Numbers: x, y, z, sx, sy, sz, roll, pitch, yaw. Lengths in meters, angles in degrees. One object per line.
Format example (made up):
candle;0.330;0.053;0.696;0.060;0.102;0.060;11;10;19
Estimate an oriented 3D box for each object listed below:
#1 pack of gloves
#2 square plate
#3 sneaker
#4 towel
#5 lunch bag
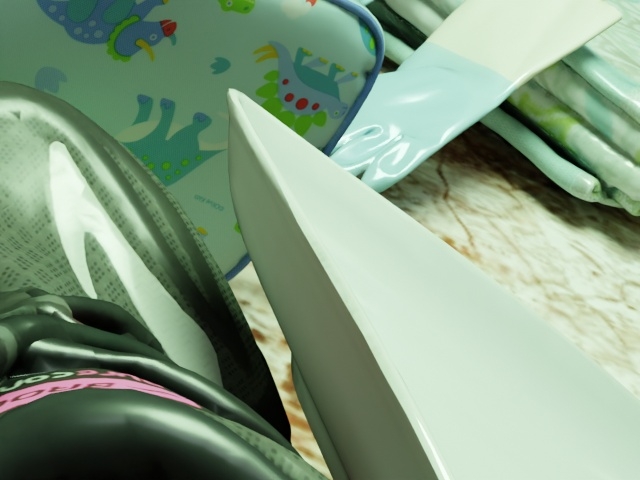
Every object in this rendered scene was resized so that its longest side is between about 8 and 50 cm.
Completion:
pack of gloves;0.021;-0.106;0.888;0.195;0.046;0.232;35;54;29
square plate;0.114;0.140;0.496;0.344;0.049;0.347;36;18;-40
sneaker;-0.050;0.091;0.397;0.185;0.202;0.483;7;34;-21
towel;0.164;-0.153;1.077;0.320;0.090;0.374;-9;44;-49
lunch bag;-0.101;-0.071;0.634;0.219;0.176;0.090;19;26;-35
